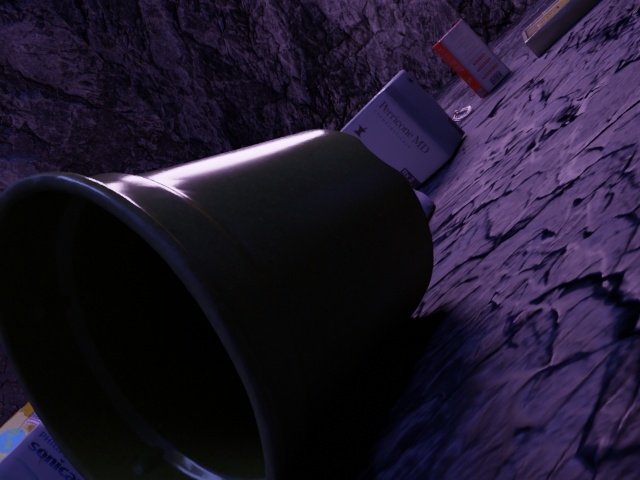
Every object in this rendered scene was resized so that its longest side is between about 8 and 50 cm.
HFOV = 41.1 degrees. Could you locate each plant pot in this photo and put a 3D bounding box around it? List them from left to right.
[{"bbox_3d":[-0.055,0.039,0.630,0.254,0.276,0.276,-32,-5,-42],"label":"plant pot"}]

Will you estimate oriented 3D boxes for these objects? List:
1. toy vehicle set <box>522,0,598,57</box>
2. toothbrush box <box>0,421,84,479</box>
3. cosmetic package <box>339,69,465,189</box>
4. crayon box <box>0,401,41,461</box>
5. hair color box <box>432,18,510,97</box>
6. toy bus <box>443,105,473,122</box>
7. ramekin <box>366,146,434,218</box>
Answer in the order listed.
[{"bbox_3d":[0.451,-0.423,1.583,0.166,0.035,0.267,-43,4,21],"label":"toy vehicle set"},{"bbox_3d":[-0.420,0.401,1.063,0.295,0.126,0.216,-49,-4,-43],"label":"toothbrush box"},{"bbox_3d":[0.111,-0.151,1.390,0.183,0.151,0.151,-43,4,29],"label":"cosmetic package"},{"bbox_3d":[-0.479,0.400,1.361,0.318,0.202,0.081,-47,-39,-38],"label":"crayon box"},{"bbox_3d":[0.298,-0.358,1.684,0.072,0.141,0.043,-45,4,-13],"label":"hair color box"},{"bbox_3d":[0.158,-0.230,1.658,0.202,0.104,0.191,-46,24,-15],"label":"toy bus"},{"bbox_3d":[0.000,0.000,1.095,0.277,0.135,0.277,-44,4,4],"label":"ramekin"}]
